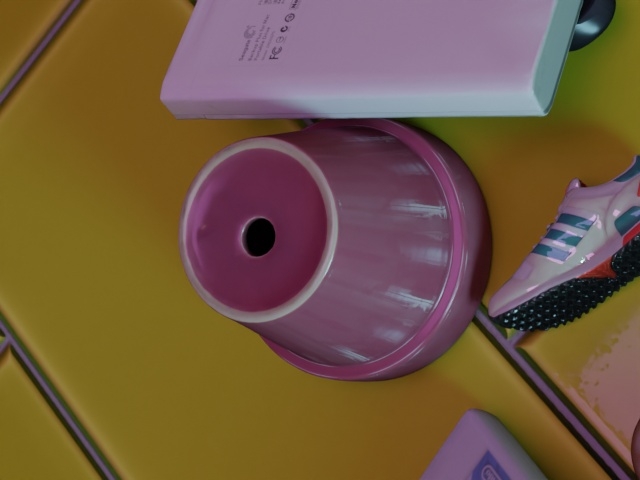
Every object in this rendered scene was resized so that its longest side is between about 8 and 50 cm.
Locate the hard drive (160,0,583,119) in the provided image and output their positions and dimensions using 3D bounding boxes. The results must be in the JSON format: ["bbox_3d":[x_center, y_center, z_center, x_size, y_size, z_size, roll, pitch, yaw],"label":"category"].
[{"bbox_3d":[0.045,-0.180,1.224,0.308,0.040,0.203,2,59,32],"label":"hard drive"}]

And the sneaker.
[{"bbox_3d":[0.183,0.001,1.176,0.161,0.057,0.075,-35,52,24],"label":"sneaker"}]

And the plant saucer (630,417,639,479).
[{"bbox_3d":[0.250,0.145,1.138,0.083,0.015,0.083,-3,83,30],"label":"plant saucer"}]

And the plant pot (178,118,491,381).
[{"bbox_3d":[0.000,0.000,1.202,0.201,0.180,0.201,-4,83,29],"label":"plant pot"}]

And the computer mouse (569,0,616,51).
[{"bbox_3d":[0.112,-0.172,1.239,0.242,0.041,0.071,13,68,37],"label":"computer mouse"}]

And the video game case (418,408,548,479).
[{"bbox_3d":[0.099,0.320,1.108,0.300,0.036,0.329,-58,34,15],"label":"video game case"}]
